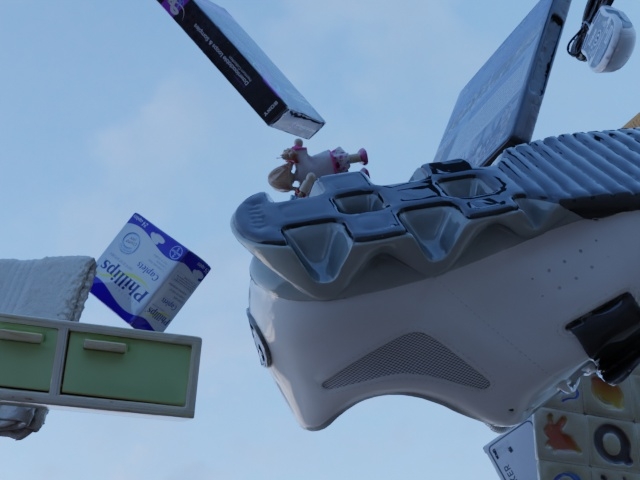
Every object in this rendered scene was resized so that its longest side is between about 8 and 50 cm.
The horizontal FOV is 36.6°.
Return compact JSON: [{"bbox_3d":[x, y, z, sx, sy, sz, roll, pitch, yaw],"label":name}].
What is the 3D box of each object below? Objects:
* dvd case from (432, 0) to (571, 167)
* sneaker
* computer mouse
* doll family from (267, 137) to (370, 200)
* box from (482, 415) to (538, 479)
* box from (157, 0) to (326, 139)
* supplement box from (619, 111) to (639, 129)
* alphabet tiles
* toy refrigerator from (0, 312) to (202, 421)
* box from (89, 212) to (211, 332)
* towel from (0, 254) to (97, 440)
[{"bbox_3d":[0.156,-0.115,0.897,0.022,0.253,0.180,32,-42,-8],"label":"dvd case"},{"bbox_3d":[0.125,0.026,0.526,0.330,0.122,0.146,-8,-68,-2],"label":"sneaker"},{"bbox_3d":[0.345,-0.243,1.162,0.042,0.193,0.106,18,-63,-4],"label":"computer mouse"},{"bbox_3d":[0.000,0.000,1.295,0.163,0.118,0.263,-11,-65,-8],"label":"doll family"},{"bbox_3d":[0.365,0.369,1.395,0.087,0.169,0.290,-39,-39,17],"label":"box"},{"bbox_3d":[-0.070,-0.163,0.891,0.029,0.162,0.116,-45,-13,13],"label":"box"},{"bbox_3d":[0.479,-0.132,1.452,0.078,0.080,0.233,-14,-23,-31],"label":"supplement box"},{"bbox_3d":[0.357,0.198,1.025,0.285,0.343,0.011,10,-34,-10],"label":"alphabet tiles"},{"bbox_3d":[-0.286,0.155,1.168,0.269,0.102,0.094,9,-15,-15],"label":"toy refrigerator"},{"bbox_3d":[-0.255,0.052,1.407,0.137,0.126,0.072,-54,-32,-6],"label":"box"},{"bbox_3d":[-0.418,0.137,1.298,0.187,0.282,0.049,-2,-40,18],"label":"towel"}]
